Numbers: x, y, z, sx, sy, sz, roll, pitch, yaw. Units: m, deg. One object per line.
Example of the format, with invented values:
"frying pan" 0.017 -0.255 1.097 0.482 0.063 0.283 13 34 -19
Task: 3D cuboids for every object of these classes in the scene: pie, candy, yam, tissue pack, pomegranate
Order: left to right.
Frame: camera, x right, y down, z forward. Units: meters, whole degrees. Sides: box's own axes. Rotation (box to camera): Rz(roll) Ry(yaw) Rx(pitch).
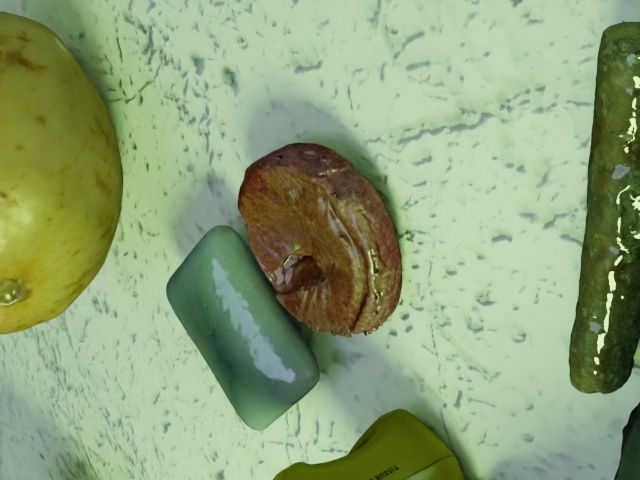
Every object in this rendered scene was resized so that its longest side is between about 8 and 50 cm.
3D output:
"pomegranate" -0.351 -0.068 1.409 0.342 0.342 0.342 28 131 39
"candy" -0.073 0.083 1.333 0.174 0.071 0.138 58 144 11
"pie" 0.000 0.000 1.214 0.182 0.049 0.182 31 137 34
"tissue pack" 0.037 0.235 1.196 0.127 0.178 0.123 54 145 20
"yam" 0.201 -0.015 0.948 0.061 0.061 0.274 29 132 38

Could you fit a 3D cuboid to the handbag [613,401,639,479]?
"handbag" 0.297 0.205 0.864 0.275 0.178 0.302 21 129 25
